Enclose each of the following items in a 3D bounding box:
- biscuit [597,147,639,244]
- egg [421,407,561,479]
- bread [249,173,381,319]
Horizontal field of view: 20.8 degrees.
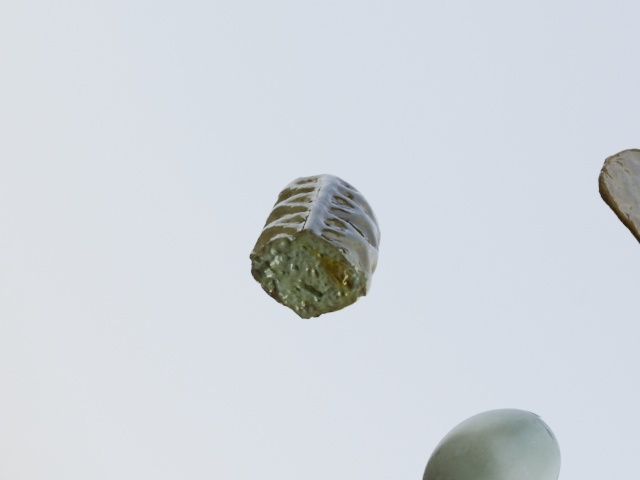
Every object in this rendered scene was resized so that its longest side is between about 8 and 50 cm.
[{"bbox_3d":[0.308,-0.021,1.575,0.147,0.071,0.018,49,-23,-4],"label":"biscuit"},{"bbox_3d":[0.265,0.368,2.723,0.186,0.253,0.186,42,-20,19],"label":"egg"},{"bbox_3d":[0.000,0.000,2.194,0.267,0.152,0.130,-72,-178,-68],"label":"bread"}]
